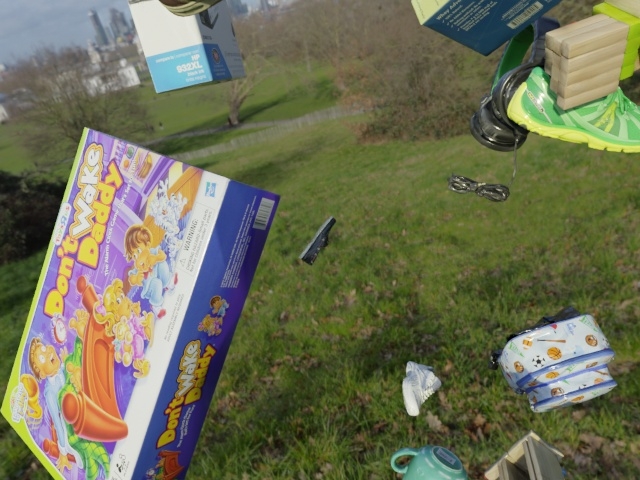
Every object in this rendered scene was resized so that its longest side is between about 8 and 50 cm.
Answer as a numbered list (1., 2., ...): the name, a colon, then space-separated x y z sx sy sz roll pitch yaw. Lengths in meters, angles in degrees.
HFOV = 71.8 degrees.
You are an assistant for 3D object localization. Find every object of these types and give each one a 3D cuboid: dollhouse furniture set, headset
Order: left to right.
1. headset: 0.382 -0.276 0.930 0.185 0.394 0.243 11 -8 1
2. dollhouse furniture set: 0.384 0.441 0.712 0.183 0.129 0.129 36 20 4

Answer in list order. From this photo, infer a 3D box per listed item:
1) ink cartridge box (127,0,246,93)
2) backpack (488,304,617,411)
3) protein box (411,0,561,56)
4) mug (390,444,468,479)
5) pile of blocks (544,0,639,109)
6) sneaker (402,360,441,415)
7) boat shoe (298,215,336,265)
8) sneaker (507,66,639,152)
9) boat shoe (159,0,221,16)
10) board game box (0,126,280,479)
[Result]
1. ink cartridge box: -0.279 -0.476 0.904 0.129 0.307 0.223 -7 21 14
2. backpack: 0.563 0.287 1.061 0.276 0.263 0.213 -27 52 7
3. protein box: 0.260 -0.413 0.655 0.201 0.136 0.200 -3 -19 -43
4. mug: 0.252 0.524 0.991 0.158 0.097 0.129 20 11 -18
5. pile of blocks: 0.478 -0.347 0.629 0.362 0.149 0.112 -37 41 21
6. sneaker: 0.329 0.470 1.426 0.115 0.090 0.232 -5 22 18
7. boat shoe: 0.000 0.000 1.081 0.133 0.042 0.049 -56 6 -3
8. sneaker: 0.483 -0.231 0.763 0.295 0.123 0.109 7 36 -7
9. boat shoe: -0.116 -0.392 0.574 0.285 0.103 0.092 -18 8 19
10. board game box: -0.205 0.078 0.472 0.233 0.347 0.078 22 5 31
